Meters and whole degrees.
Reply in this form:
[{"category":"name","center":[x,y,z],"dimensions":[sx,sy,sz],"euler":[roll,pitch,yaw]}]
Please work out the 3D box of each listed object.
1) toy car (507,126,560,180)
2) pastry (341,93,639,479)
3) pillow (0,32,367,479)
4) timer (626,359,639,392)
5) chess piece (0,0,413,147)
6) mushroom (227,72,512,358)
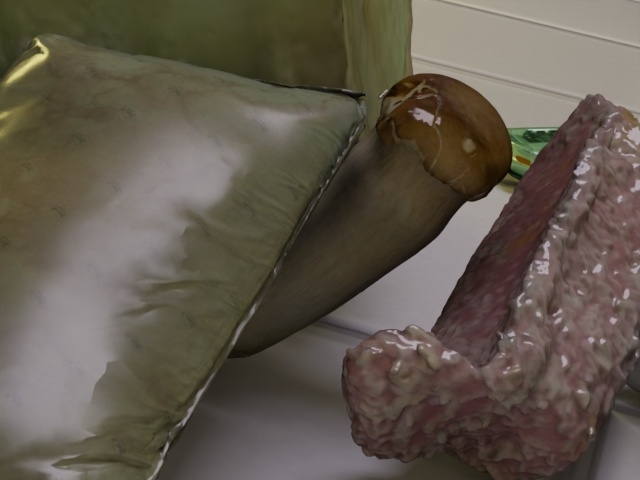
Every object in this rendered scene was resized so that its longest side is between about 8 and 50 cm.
[{"category":"toy car","center":[0.227,-0.063,1.311],"dimensions":[0.186,0.058,0.093],"euler":[6,17,-15]},{"category":"pastry","center":[0.109,0.031,0.794],"dimensions":[0.112,0.103,0.265],"euler":[46,49,1]},{"category":"pillow","center":[-0.114,0.015,0.699],"dimensions":[0.184,0.075,0.302],"euler":[13,46,17]},{"category":"timer","center":[0.307,0.021,0.886],"dimensions":[0.194,0.192,0.195],"euler":[-5,25,-42]},{"category":"chess piece","center":[-0.175,-0.137,0.938],"dimensions":[0.442,0.234,0.234],"euler":[0,16,11]},{"category":"mushroom","center":[0.000,0.000,0.810],"dimensions":[0.071,0.209,0.084],"euler":[48,17,-11]}]
